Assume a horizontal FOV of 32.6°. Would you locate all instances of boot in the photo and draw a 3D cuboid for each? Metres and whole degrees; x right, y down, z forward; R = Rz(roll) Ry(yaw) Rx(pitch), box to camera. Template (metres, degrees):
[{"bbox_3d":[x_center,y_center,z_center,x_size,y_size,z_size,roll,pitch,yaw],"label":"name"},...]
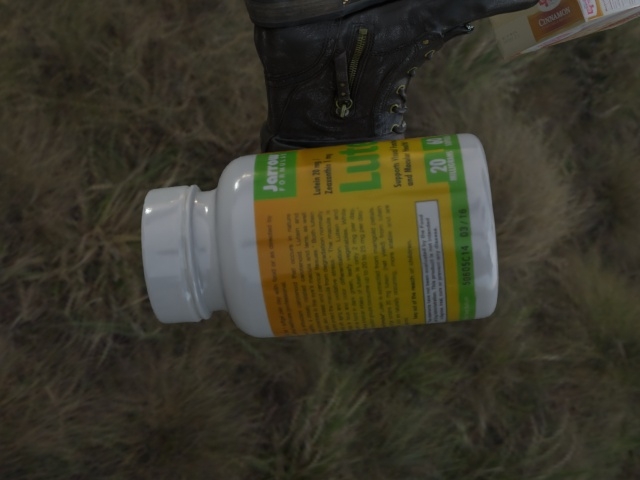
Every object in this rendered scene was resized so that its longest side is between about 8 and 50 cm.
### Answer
[{"bbox_3d":[0.057,-0.122,0.903,0.263,0.229,0.091,-6,36,1],"label":"boot"}]

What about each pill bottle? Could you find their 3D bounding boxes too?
[{"bbox_3d":[0.000,0.000,0.805,0.246,0.136,0.136,-6,71,3],"label":"pill bottle"}]

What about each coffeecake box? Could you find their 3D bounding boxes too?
[{"bbox_3d":[0.309,-0.276,1.252,0.185,0.142,0.068,-20,92,-30],"label":"coffeecake box"}]
